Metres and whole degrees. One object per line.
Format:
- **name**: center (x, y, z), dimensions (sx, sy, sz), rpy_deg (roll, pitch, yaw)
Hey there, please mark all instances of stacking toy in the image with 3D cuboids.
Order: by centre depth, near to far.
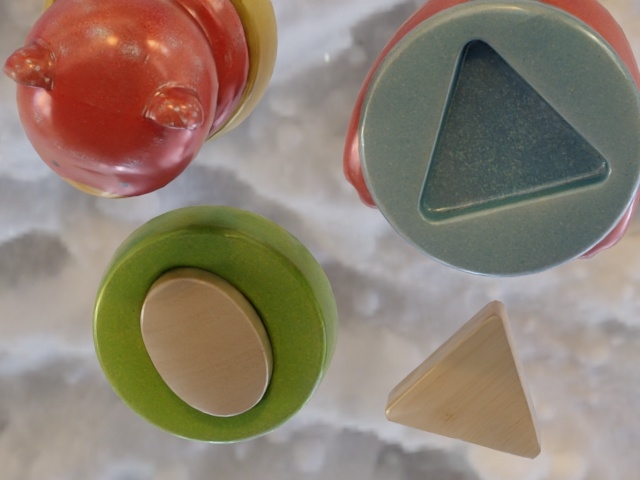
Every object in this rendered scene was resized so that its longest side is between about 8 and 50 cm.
- **stacking toy**: center (0.000, 0.000, 0.809), dimensions (0.309, 0.130, 0.279), rpy_deg (5, 111, 6)
